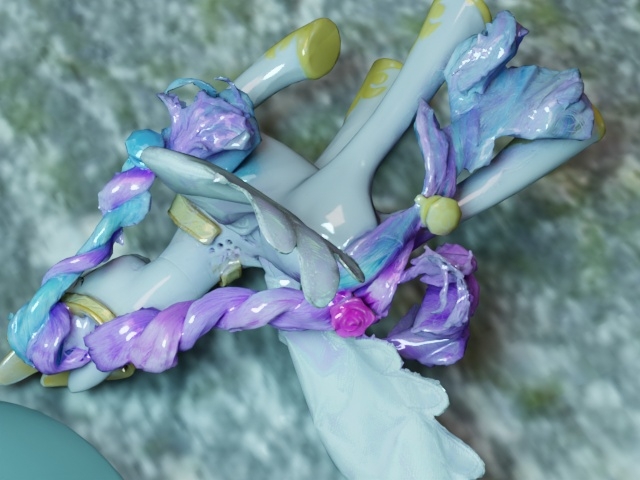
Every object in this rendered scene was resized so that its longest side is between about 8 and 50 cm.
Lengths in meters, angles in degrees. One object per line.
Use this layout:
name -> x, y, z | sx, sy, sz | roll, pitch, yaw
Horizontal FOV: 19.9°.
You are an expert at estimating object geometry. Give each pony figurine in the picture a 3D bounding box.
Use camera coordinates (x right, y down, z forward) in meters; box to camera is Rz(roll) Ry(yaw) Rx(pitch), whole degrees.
pony figurine -> 0.000, 0.000, 1.113 | 0.363, 0.302, 0.351 | -43, 33, -22

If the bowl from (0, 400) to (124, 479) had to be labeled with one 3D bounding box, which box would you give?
bowl -> -0.194, 0.206, 0.948 | 0.311, 0.311, 0.163 | 36, 26, 22
